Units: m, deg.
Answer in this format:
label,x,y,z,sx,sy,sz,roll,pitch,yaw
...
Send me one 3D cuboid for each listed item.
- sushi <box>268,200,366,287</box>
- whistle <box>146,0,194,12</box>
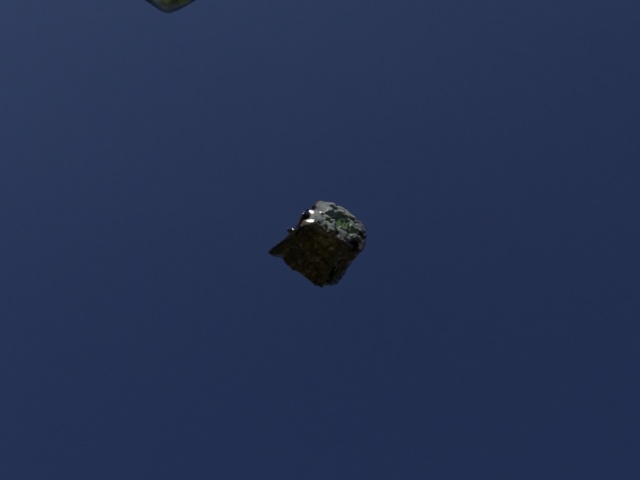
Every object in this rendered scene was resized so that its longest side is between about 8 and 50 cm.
label,x,y,z,sx,sy,sz,roll,pitch,yaw
sushi,0.001,0.001,1.435,0.098,0.094,0.084,34,-59,0
whistle,-0.193,-0.412,1.271,0.189,0.189,0.348,-19,-100,7
